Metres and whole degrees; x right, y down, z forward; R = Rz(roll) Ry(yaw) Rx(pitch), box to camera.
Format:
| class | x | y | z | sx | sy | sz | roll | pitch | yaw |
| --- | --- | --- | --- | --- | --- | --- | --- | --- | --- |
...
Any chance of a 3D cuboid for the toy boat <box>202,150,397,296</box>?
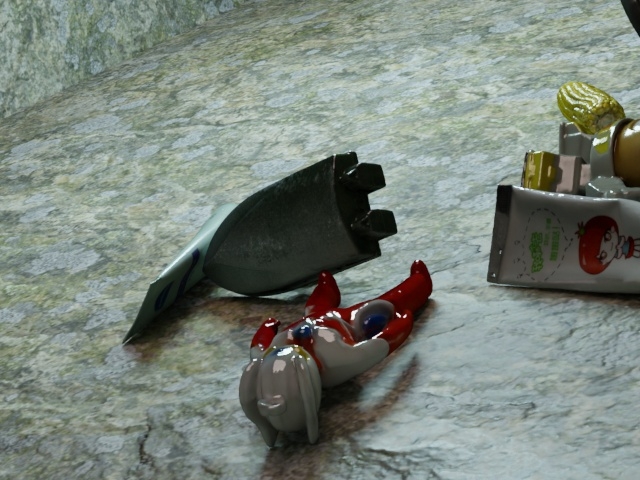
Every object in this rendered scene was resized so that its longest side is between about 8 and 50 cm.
| class | x | y | z | sx | sy | sz | roll | pitch | yaw |
| --- | --- | --- | --- | --- | --- | --- | --- | --- | --- |
| toy boat | -0.043 | -0.006 | 1.846 | 0.319 | 0.141 | 0.092 | -22 | -14 | 39 |

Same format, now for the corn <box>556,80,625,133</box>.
| class | x | y | z | sx | sy | sz | roll | pitch | yaw |
| --- | --- | --- | --- | --- | --- | --- | --- | --- | --- |
| corn | 0.410 | -0.202 | 2.150 | 0.072 | 0.072 | 0.203 | -17 | 18 | -1 |

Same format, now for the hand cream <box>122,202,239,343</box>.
| class | x | y | z | sx | sy | sz | roll | pitch | yaw |
| --- | --- | --- | --- | --- | --- | --- | --- | --- | --- |
| hand cream | -0.184 | 0.032 | 1.967 | 0.067 | 0.109 | 0.320 | 34 | 32 | 7 |

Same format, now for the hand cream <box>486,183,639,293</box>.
| class | x | y | z | sx | sy | sz | roll | pitch | yaw |
| --- | --- | --- | --- | --- | --- | --- | --- | --- | --- |
| hand cream | 0.328 | 0.008 | 1.598 | 0.336 | 0.121 | 0.076 | 8 | 1 | 44 |

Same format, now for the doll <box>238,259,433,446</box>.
| class | x | y | z | sx | sy | sz | roll | pitch | yaw |
| --- | --- | --- | --- | --- | --- | --- | --- | --- | --- |
| doll | 0.006 | 0.115 | 1.585 | 0.188 | 0.099 | 0.384 | -9 | 17 | 21 |

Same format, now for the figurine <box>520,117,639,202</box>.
| class | x | y | z | sx | sy | sz | roll | pitch | yaw |
| --- | --- | --- | --- | --- | --- | --- | --- | --- | --- |
| figurine | 0.412 | -0.097 | 1.747 | 0.308 | 0.143 | 0.308 | -22 | 32 | 15 |

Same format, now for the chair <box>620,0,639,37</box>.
| class | x | y | z | sx | sy | sz | roll | pitch | yaw |
| --- | --- | --- | --- | --- | --- | --- | --- | --- | --- |
| chair | 0.652 | -0.399 | 1.951 | 0.410 | 0.362 | 0.364 | -31 | -27 | 33 |
